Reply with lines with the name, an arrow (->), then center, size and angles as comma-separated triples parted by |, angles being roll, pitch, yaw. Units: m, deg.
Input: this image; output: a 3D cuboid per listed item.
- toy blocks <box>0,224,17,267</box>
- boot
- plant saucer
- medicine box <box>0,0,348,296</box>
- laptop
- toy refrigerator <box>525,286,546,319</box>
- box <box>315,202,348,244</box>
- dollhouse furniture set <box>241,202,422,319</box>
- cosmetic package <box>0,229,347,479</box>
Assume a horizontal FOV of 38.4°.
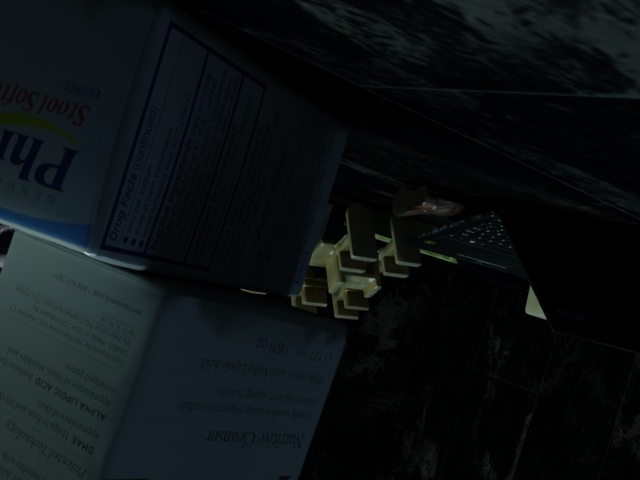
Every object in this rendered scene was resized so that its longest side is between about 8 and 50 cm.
toy blocks -> -0.329, -0.041, 1.509 | 0.260, 0.288, 0.309 | 24, 180, 27
boot -> 0.145, -0.031, 1.005 | 0.114, 0.037, 0.106 | 13, 179, -18
plant saucer -> 0.146, -0.013, 1.549 | 0.188, 0.045, 0.188 | 17, 179, 11
medicine box -> -0.161, -0.074, 0.656 | 0.263, 0.149, 0.289 | 17, 178, 23
laptop -> 0.245, 0.062, 0.946 | 0.234, 0.136, 0.264 | 16, 163, -25
toy refrigerator -> 0.421, 0.090, 1.268 | 0.269, 0.094, 0.102 | 17, 173, -30
box -> -0.082, -0.051, 1.808 | 0.261, 0.103, 0.184 | 18, -178, 17
dollhouse furniture set -> 0.000, 0.000, 1.436 | 0.242, 0.161, 0.212 | 8, 149, -24
cosmetic package -> -0.150, 0.208, 0.633 | 0.156, 0.385, 0.217 | 17, 179, 34
